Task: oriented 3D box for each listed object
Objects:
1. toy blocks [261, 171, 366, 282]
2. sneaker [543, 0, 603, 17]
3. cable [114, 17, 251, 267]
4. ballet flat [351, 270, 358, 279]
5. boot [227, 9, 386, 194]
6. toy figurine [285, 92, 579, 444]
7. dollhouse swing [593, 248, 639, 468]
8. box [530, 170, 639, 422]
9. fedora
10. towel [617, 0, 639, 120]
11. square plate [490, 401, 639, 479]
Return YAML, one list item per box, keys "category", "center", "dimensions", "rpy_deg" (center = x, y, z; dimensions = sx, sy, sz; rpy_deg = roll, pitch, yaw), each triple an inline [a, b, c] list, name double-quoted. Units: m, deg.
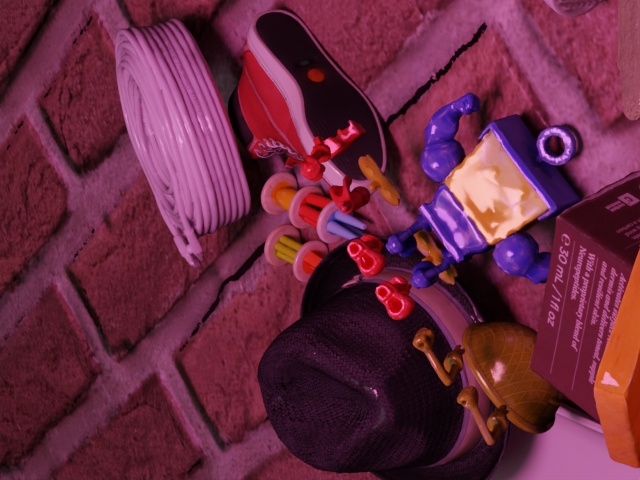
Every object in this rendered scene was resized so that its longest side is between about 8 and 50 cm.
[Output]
- category: "toy blocks"
  center: [0.000, 0.000, 2.230]
  dimensions: [0.148, 0.054, 0.123]
  rpy_deg: [28, 132, 43]
- category: "sneaker"
  center: [0.166, -0.316, 1.671]
  dimensions: [0.161, 0.102, 0.282]
  rpy_deg: [54, 172, 28]
- category: "cable"
  center: [-0.162, -0.131, 2.284]
  dimensions: [0.257, 0.089, 0.257]
  rpy_deg: [85, 161, -47]
- category: "ballet flat"
  center: [0.061, 0.128, 2.222]
  dimensions: [0.084, 0.058, 0.249]
  rpy_deg: [30, 134, 41]
- category: "boot"
  center: [-0.019, -0.109, 2.160]
  dimensions: [0.244, 0.088, 0.176]
  rpy_deg: [58, 148, 26]
- category: "toy figurine"
  center: [0.166, -0.013, 1.871]
  dimensions: [0.217, 0.191, 0.362]
  rpy_deg: [-40, 78, 20]
- category: "dollhouse swing"
  center: [0.371, 0.065, 1.402]
  dimensions: [0.347, 0.305, 0.315]
  rpy_deg: [18, 86, 26]
- category: "box"
  center: [0.368, 0.122, 1.711]
  dimensions: [0.381, 0.143, 0.191]
  rpy_deg: [36, 138, 34]
- category: "fedora"
  center: [0.044, 0.155, 2.087]
  dimensions: [0.334, 0.152, 0.334]
  rpy_deg: [29, 128, 43]
- category: "towel"
  center: [0.287, -0.182, 1.671]
  dimensions: [0.110, 0.027, 0.148]
  rpy_deg: [154, 118, -69]
- category: "square plate"
  center: [0.241, 0.297, 2.089]
  dimensions: [0.344, 0.049, 0.347]
  rpy_deg: [25, 131, 44]
